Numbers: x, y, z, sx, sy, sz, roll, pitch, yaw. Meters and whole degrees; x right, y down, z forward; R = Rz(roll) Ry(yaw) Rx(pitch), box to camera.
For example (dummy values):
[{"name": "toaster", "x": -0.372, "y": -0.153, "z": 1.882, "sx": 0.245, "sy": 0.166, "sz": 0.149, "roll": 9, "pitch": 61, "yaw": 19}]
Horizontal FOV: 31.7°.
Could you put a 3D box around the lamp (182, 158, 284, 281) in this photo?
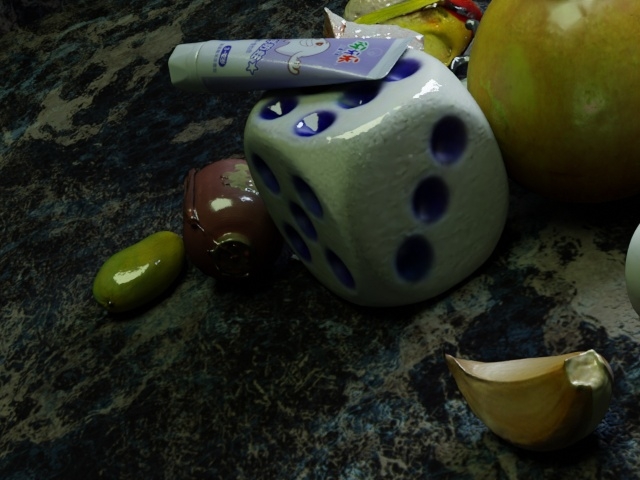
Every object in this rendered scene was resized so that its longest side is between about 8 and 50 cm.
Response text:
[{"name": "lamp", "x": -0.151, "y": -0.039, "z": 1.870, "sx": 0.180, "sy": 0.180, "sz": 0.258, "roll": -22, "pitch": 32, "yaw": 6}]

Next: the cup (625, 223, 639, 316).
[{"name": "cup", "x": 0.485, "y": 0.013, "z": 1.297, "sx": 0.185, "sy": 0.241, "sz": 0.226, "roll": -7, "pitch": 8, "yaw": -38}]

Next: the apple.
[{"name": "apple", "x": 0.386, "y": -0.251, "z": 1.645, "sx": 0.374, "sy": 0.374, "sz": 0.384, "roll": -12, "pitch": 29, "yaw": 21}]

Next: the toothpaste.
[{"name": "toothpaste", "x": -0.050, "y": -0.258, "z": 1.659, "sx": 0.371, "sy": 0.080, "sz": 0.125, "roll": 3, "pitch": 36, "yaw": 28}]

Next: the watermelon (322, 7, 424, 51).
[{"name": "watermelon", "x": 0.073, "y": -0.288, "z": 2.062, "sx": 0.193, "sy": 0.232, "sz": 0.310, "roll": 14, "pitch": 5, "yaw": 1}]

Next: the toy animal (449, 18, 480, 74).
[{"name": "toy animal", "x": 0.344, "y": -0.344, "z": 1.996, "sx": 0.232, "sy": 0.084, "sz": 0.148, "roll": -4, "pitch": 22, "yaw": 8}]

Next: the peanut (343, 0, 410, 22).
[{"name": "peanut", "x": 0.149, "y": -0.532, "z": 2.495, "sx": 0.214, "sy": 0.090, "sz": 0.098, "roll": -24, "pitch": 43, "yaw": 0}]

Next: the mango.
[{"name": "mango", "x": -0.305, "y": 0.050, "z": 1.933, "sx": 0.191, "sy": 0.085, "sz": 0.122, "roll": -41, "pitch": 31, "yaw": -23}]

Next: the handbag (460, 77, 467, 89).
[{"name": "handbag", "x": 0.294, "y": -0.223, "z": 1.958, "sx": 0.241, "sy": 0.109, "sz": 0.315, "roll": 12, "pitch": 34, "yaw": 44}]

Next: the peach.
[{"name": "peach", "x": 0.189, "y": -0.393, "z": 2.186, "sx": 0.267, "sy": 0.159, "sz": 0.154, "roll": -18, "pitch": 25, "yaw": 15}]

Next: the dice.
[{"name": "dice", "x": 0.079, "y": -0.097, "z": 1.670, "sx": 0.277, "sy": 0.304, "sz": 0.304, "roll": -34, "pitch": 31, "yaw": -13}]

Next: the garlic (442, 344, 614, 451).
[{"name": "garlic", "x": 0.249, "y": 0.186, "z": 1.313, "sx": 0.206, "sy": 0.128, "sz": 0.115, "roll": -3, "pitch": 78, "yaw": 42}]

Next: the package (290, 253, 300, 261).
[{"name": "package", "x": 0.000, "y": 0.000, "z": 1.859, "sx": 0.110, "sy": 0.015, "sz": 0.037, "roll": -39, "pitch": 34, "yaw": -20}]
